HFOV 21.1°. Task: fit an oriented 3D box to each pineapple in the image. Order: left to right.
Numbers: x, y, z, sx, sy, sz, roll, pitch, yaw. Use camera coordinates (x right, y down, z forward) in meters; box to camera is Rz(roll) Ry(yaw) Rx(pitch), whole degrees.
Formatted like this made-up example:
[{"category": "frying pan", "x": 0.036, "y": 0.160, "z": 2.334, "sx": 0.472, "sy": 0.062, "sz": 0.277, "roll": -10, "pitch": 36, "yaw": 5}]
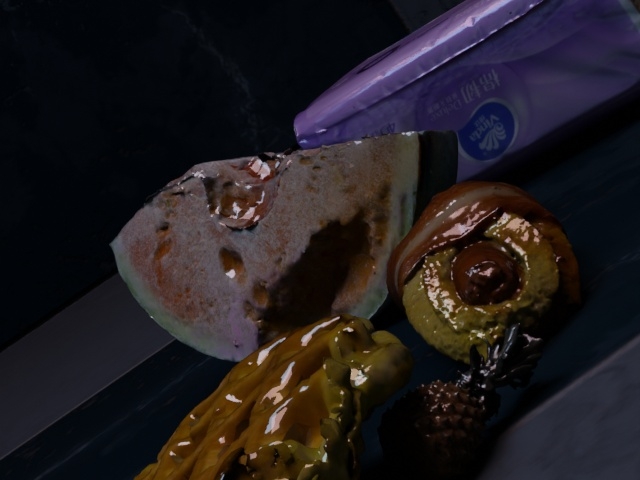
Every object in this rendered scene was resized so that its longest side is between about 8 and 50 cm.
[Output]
[{"category": "pineapple", "x": 0.086, "y": 0.090, "z": 0.951, "sx": 0.124, "sy": 0.058, "sz": 0.058, "roll": -30, "pitch": 4, "yaw": -40}]

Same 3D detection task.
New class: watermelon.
[{"category": "watermelon", "x": 0.000, "y": 0.007, "z": 1.448, "sx": 0.322, "sy": 0.175, "sz": 0.188, "roll": -5, "pitch": 2, "yaw": 38}]

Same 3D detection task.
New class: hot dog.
[{"category": "hot dog", "x": 0.104, "y": 0.011, "z": 1.156, "sx": 0.123, "sy": 0.093, "sz": 0.261, "roll": -34, "pitch": 8, "yaw": 0}]

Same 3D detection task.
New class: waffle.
[{"category": "waffle", "x": -0.068, "y": 0.156, "z": 0.943, "sx": 0.325, "sy": 0.068, "sz": 0.302, "roll": -53, "pitch": 9, "yaw": -25}]

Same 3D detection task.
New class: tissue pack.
[{"category": "tissue pack", "x": 0.171, "y": -0.153, "z": 1.606, "sx": 0.338, "sy": 0.160, "sz": 0.242, "roll": -29, "pitch": 8, "yaw": 23}]
